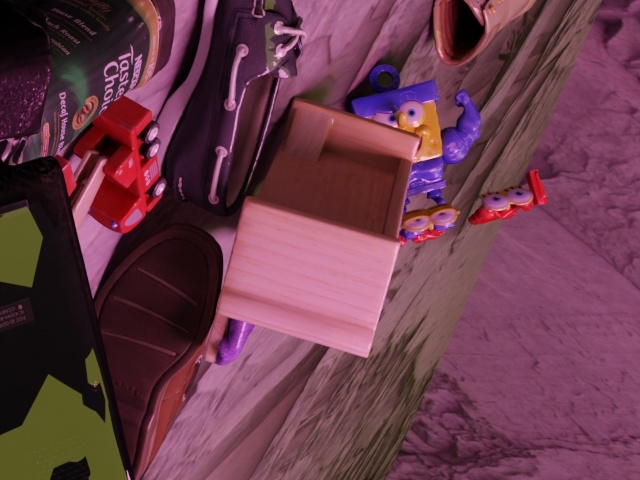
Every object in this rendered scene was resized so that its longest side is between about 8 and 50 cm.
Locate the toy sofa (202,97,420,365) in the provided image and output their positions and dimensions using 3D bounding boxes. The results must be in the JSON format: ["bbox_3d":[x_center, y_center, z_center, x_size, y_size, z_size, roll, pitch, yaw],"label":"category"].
[{"bbox_3d":[0.000,0.000,1.459,0.362,0.150,0.177,-73,179,-69],"label":"toy sofa"}]

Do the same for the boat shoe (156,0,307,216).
[{"bbox_3d":[-0.059,-0.164,1.291,0.114,0.091,0.303,-34,150,-59],"label":"boat shoe"}]

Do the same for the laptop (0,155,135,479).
[{"bbox_3d":[-0.322,0.189,0.842,0.382,0.236,0.408,-19,105,-31],"label":"laptop"}]

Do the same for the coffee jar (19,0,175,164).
[{"bbox_3d":[-0.178,-0.123,1.015,0.184,0.079,0.096,-47,161,-40],"label":"coffee jar"}]

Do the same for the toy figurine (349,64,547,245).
[{"bbox_3d":[0.073,-0.101,1.783,0.362,0.217,0.191,-14,175,-3],"label":"toy figurine"}]

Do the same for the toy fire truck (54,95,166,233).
[{"bbox_3d":[-0.188,-0.048,1.183,0.135,0.047,0.192,-52,164,-25],"label":"toy fire truck"}]

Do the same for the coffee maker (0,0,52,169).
[{"bbox_3d":[-0.245,-0.099,0.823,0.178,0.120,0.171,-25,120,-66],"label":"coffee maker"}]

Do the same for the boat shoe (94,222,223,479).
[{"bbox_3d":[-0.169,0.102,1.440,0.307,0.110,0.104,-63,175,27],"label":"boat shoe"}]

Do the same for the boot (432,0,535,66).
[{"bbox_3d":[0.237,-0.362,1.877,0.203,0.095,0.262,-44,162,-42],"label":"boot"}]
